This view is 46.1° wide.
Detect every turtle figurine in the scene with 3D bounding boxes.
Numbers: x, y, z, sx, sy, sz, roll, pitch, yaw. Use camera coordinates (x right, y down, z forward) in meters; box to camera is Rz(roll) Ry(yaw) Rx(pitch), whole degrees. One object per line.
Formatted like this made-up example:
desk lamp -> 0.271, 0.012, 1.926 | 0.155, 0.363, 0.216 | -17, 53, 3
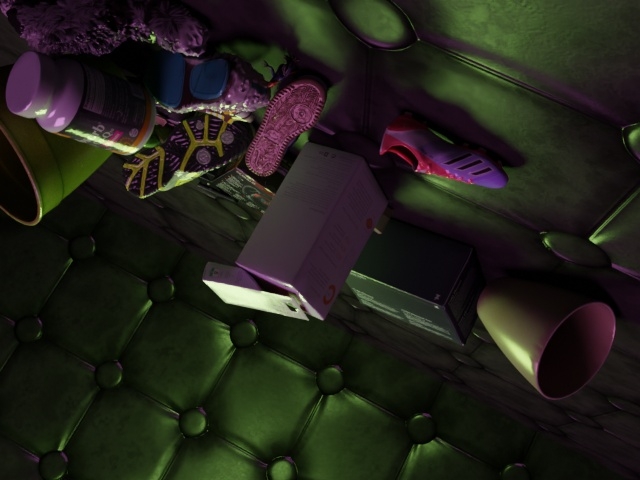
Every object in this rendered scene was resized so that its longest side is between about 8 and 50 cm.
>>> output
turtle figurine -> -0.490, -0.266, 2.110 | 0.275, 0.197, 0.266 | 8, 167, 45

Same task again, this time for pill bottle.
pill bottle -> -0.502, -0.290, 1.590 | 0.162, 0.162, 0.278 | 16, -179, 41

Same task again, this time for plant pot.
plant pot -> 0.517, 0.203, 1.822 | 0.256, 0.256, 0.274 | 42, 176, -40
plant pot -> -0.637, -0.283, 1.786 | 0.366, 0.353, 0.366 | 31, 142, 27

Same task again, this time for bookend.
bookend -> -0.324, -0.201, 2.305 | 0.156, 0.072, 0.157 | 24, 164, 21

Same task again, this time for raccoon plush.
raccoon plush -> -0.465, -0.432, 1.586 | 0.446, 0.216, 0.299 | 30, 173, -5

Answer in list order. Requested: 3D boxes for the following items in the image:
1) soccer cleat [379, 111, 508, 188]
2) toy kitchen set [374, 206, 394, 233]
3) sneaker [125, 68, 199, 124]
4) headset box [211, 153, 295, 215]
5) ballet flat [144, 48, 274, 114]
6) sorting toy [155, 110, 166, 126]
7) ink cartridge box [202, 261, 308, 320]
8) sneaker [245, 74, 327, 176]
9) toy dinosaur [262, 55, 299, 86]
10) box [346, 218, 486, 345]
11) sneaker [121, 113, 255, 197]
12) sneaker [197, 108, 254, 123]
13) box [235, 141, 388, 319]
soccer cleat -> 0.230, -0.148, 1.411 | 0.248, 0.095, 0.083 | 29, 165, 1
toy kitchen set -> 0.127, -0.063, 1.921 | 0.068, 0.075, 0.083 | 35, 160, -18
sneaker -> -0.454, -0.388, 1.886 | 0.296, 0.104, 0.147 | 19, 161, 15
headset box -> -0.145, -0.162, 2.029 | 0.218, 0.110, 0.293 | 33, 165, -16
ballet flat -> -0.238, -0.326, 1.593 | 0.147, 0.147, 0.409 | 41, 169, -38
sorting toy -> -0.412, -0.311, 1.876 | 0.062, 0.012, 0.083 | 28, 167, -17
ink cartridge box -> -0.145, 0.120, 1.773 | 0.225, 0.056, 0.181 | 8, 160, 15
sneaker -> -0.060, -0.270, 1.581 | 0.099, 0.153, 0.282 | 34, 134, -8
toy dinosaur -> -0.072, -0.316, 1.438 | 0.047, 0.082, 0.090 | 18, 163, 34
box -> 0.249, 0.101, 2.040 | 0.343, 0.179, 0.312 | 21, 164, 27
sneaker -> -0.331, -0.232, 1.936 | 0.385, 0.147, 0.145 | -18, 98, 23
sneaker -> -0.240, -0.313, 1.784 | 0.185, 0.069, 0.084 | 18, 156, 39
box -> -0.011, -0.023, 1.784 | 0.168, 0.345, 0.215 | 20, 162, 30
